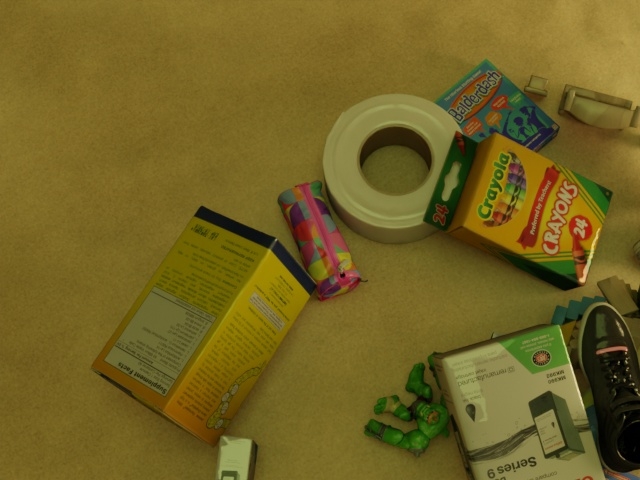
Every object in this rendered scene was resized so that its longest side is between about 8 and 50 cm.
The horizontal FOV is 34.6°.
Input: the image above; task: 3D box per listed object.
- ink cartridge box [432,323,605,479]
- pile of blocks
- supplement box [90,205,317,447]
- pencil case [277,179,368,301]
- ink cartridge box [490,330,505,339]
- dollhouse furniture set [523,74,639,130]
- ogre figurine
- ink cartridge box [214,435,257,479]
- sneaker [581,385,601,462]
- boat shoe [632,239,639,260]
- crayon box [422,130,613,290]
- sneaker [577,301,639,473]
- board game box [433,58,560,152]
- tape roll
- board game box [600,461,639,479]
[{"bbox_3d":[0.333,0.305,1.722,0.211,0.121,0.289,-17,87,-3],"label":"ink cartridge box"},{"bbox_3d":[0.523,0.165,1.882,0.362,0.112,0.149,-15,52,-6],"label":"pile of blocks"},{"bbox_3d":[-0.203,0.153,1.845,0.194,0.195,0.356,23,73,34],"label":"supplement box"},{"bbox_3d":[0.000,0.000,1.964,0.104,0.104,0.236,-24,71,-5],"label":"pencil case"},{"bbox_3d":[0.301,0.276,1.854,0.046,0.097,0.207,16,73,8],"label":"ink cartridge box"},{"bbox_3d":[0.536,-0.178,1.919,0.355,0.303,0.174,16,103,9],"label":"dollhouse furniture set"},{"bbox_3d":[0.183,0.304,1.858,0.197,0.097,0.118,-35,54,-24],"label":"ogre figurine"},{"bbox_3d":[-0.155,0.444,1.820,0.060,0.104,0.180,5,72,4],"label":"ink cartridge box"},{"bbox_3d":[0.561,0.360,1.825,0.240,0.091,0.126,27,85,19],"label":"sneaker"},{"bbox_3d":[0.746,0.018,1.908,0.320,0.118,0.103,-3,67,-5],"label":"boat shoe"},{"bbox_3d":[0.370,-0.061,1.913,0.318,0.081,0.202,24,74,-12],"label":"crayon box"},{"bbox_3d":[0.507,0.246,1.714,0.104,0.147,0.296,-6,84,-3],"label":"sneaker"},{"bbox_3d":[0.345,-0.239,2.050,0.160,0.047,0.210,-41,73,-10],"label":"board game box"},{"bbox_3d":[0.145,-0.141,2.002,0.286,0.100,0.286,-1,72,3],"label":"tape roll"},{"bbox_3d":[0.600,0.558,1.752,0.347,0.078,0.233,22,74,10],"label":"board game box"}]
